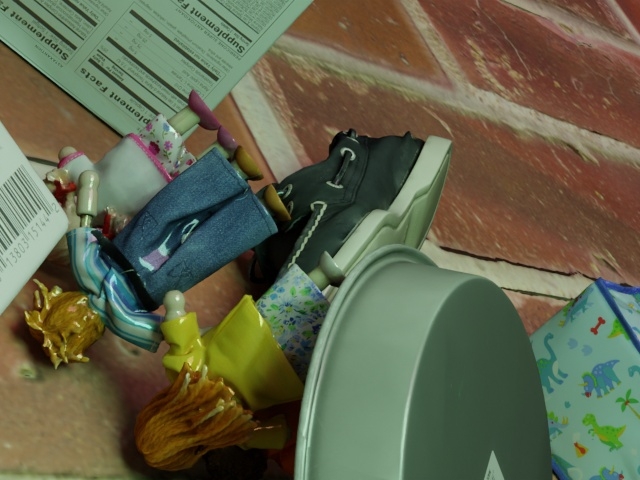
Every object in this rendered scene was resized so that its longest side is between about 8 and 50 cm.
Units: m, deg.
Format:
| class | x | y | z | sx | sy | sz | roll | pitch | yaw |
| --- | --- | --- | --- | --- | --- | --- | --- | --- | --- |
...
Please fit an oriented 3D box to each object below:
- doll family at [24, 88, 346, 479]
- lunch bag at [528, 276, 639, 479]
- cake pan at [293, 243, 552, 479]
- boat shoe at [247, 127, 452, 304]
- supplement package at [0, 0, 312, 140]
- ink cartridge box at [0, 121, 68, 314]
| class | x | y | z | sx | sy | sz | roll | pitch | yaw |
| --- | --- | --- | --- | --- | --- | --- | --- | --- | --- |
| doll family | -0.078 | 0.035 | 0.950 | 0.263 | 0.163 | 0.118 | 51 | -2 | 9 |
| lunch bag | 0.230 | 0.127 | 1.288 | 0.096 | 0.129 | 0.151 | 13 | 41 | -47 |
| cake pan | 0.071 | 0.147 | 0.934 | 0.293 | 0.054 | 0.293 | -3 | 90 | -65 |
| boat shoe | 0.001 | -0.004 | 1.166 | 0.113 | 0.127 | 0.340 | 19 | 33 | 11 |
| supplement package | -0.094 | -0.240 | 1.178 | 0.198 | 0.262 | 0.199 | 38 | 27 | -14 |
| ink cartridge box | -0.257 | -0.043 | 0.784 | 0.261 | 0.066 | 0.296 | 58 | 21 | -16 |
